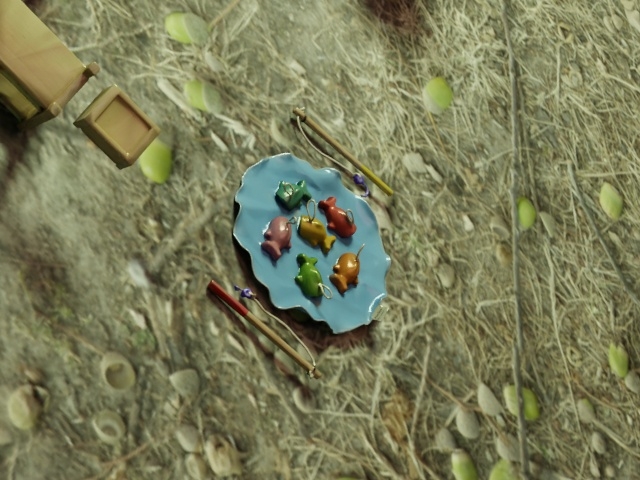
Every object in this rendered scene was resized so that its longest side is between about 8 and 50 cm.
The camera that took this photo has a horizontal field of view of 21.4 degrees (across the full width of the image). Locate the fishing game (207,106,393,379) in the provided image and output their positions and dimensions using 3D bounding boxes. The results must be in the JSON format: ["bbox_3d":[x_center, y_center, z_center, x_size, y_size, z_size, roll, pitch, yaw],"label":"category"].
[{"bbox_3d":[0.000,0.000,1.594,0.189,0.041,0.264,43,44,-15],"label":"fishing game"}]

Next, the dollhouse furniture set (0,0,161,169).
[{"bbox_3d":[-0.259,-0.090,1.375,0.182,0.101,0.161,46,68,-16],"label":"dollhouse furniture set"}]
